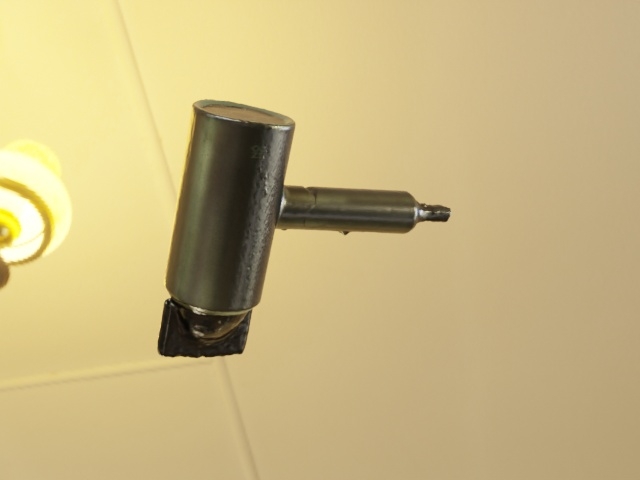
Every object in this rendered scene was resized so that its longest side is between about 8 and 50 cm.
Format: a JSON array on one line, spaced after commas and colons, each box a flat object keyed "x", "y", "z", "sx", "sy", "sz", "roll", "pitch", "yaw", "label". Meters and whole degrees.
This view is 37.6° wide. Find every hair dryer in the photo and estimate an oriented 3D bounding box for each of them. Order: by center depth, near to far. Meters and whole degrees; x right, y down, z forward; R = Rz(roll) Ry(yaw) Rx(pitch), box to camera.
[{"x": 0.000, "y": 0.000, "z": 0.746, "sx": 0.248, "sy": 0.078, "sz": 0.195, "roll": 1, "pitch": -71, "yaw": -30, "label": "hair dryer"}]
